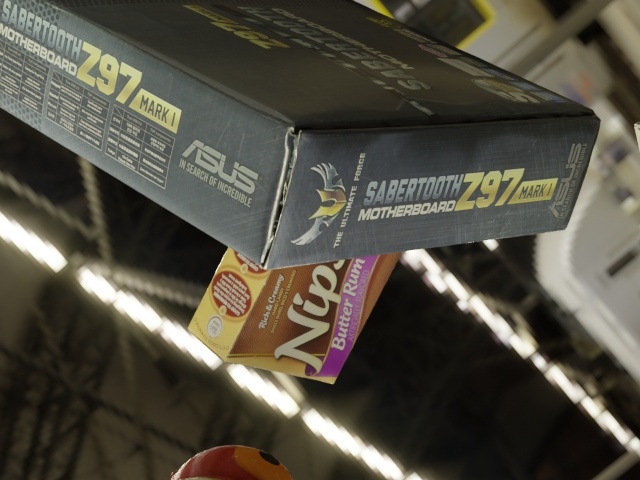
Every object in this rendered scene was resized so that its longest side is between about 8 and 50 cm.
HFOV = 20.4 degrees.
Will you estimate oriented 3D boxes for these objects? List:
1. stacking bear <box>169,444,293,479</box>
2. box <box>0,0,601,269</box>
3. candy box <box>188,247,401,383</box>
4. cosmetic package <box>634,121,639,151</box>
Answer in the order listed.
[{"bbox_3d":[-0.082,0.230,1.244,0.175,0.164,0.289,27,-166,1],"label":"stacking bear"},{"bbox_3d":[-0.030,-0.066,0.738,0.183,0.059,0.232,-7,-152,-45],"label":"box"},{"bbox_3d":[0.000,0.000,1.202,0.109,0.187,0.053,16,-166,-45],"label":"candy box"},{"bbox_3d":[0.257,-0.065,1.081,0.060,0.115,0.041,-141,33,-69],"label":"cosmetic package"}]
